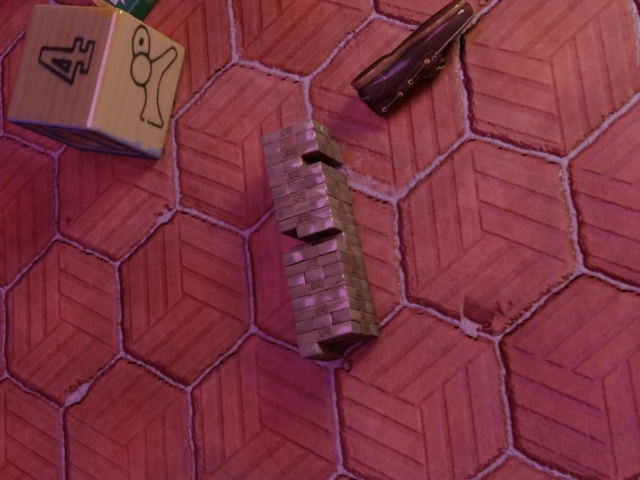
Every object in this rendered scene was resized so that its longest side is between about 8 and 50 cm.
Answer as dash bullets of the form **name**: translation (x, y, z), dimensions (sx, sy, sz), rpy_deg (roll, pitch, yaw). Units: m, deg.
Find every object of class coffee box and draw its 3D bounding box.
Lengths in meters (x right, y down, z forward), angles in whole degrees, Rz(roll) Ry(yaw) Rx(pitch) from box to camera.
- **coffee box**: translation (-0.312, -0.459, 1.783), dimensions (0.184, 0.040, 0.113), rpy_deg (-48, 63, 11)

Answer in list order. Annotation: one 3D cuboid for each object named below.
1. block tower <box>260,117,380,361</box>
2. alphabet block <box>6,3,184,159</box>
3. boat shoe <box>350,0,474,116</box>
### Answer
- **block tower**: translation (0.000, 0.000, 1.495), dimensions (0.097, 0.091, 0.336), rpy_deg (-17, 73, 24)
- **alphabet block**: translation (-0.362, -0.255, 1.682), dimensions (0.193, 0.192, 0.197), rpy_deg (9, 83, 27)
- **boat shoe**: translation (0.143, -0.264, 1.495), dimensions (0.207, 0.073, 0.073), rpy_deg (-38, 102, 19)
